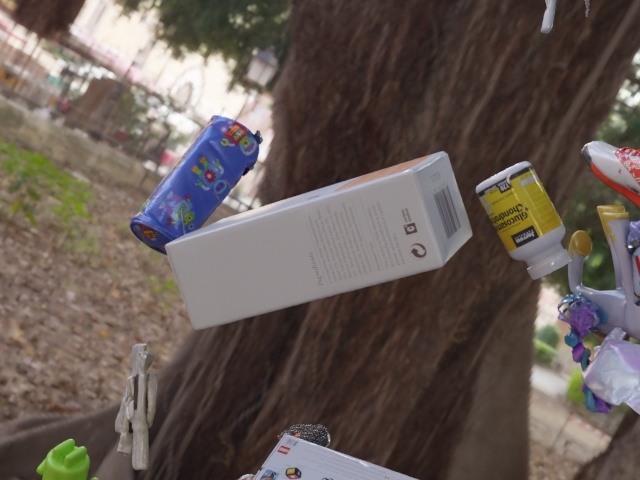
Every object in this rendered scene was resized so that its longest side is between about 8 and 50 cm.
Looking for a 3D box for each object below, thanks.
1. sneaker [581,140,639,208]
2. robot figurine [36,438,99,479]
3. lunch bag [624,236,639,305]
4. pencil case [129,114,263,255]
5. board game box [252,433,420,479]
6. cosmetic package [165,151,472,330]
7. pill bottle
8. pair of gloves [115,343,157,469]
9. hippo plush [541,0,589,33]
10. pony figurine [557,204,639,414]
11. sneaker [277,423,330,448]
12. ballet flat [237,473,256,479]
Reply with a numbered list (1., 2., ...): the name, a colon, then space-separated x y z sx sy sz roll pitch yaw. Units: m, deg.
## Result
1. sneaker: 0.567 -0.127 1.737 0.090 0.145 0.270 -1 40 -36
2. robot figurine: -0.390 0.361 1.576 0.101 0.115 0.067 25 28 22
3. lunch bag: 0.564 0.023 1.376 0.304 0.114 0.243 -3 -11 3
4. pencil case: -0.237 -0.105 2.007 0.133 0.306 0.119 43 -23 -19
5. board game box: 0.043 0.410 1.548 0.305 0.053 0.193 16 33 18
6. cosmetic package: 0.000 0.000 1.729 0.453 0.161 0.230 -16 6 22
7. pill bottle: 0.344 -0.032 1.719 0.184 0.103 0.103 62 4 4
8. pair of gloves: -0.326 0.286 1.805 0.042 0.204 0.240 8 -2 -17
9. hippo plush: 0.370 -0.545 1.727 0.234 0.294 0.237 -27 40 -32
10. pony figurine: 0.526 0.132 1.671 0.303 0.363 0.351 -4 6 -21
11. sneaker: -0.019 0.386 1.907 0.161 0.057 0.075 -12 -75 60
12. ballet flat: -0.112 0.537 1.854 0.091 0.240 0.077 -8 22 -8
